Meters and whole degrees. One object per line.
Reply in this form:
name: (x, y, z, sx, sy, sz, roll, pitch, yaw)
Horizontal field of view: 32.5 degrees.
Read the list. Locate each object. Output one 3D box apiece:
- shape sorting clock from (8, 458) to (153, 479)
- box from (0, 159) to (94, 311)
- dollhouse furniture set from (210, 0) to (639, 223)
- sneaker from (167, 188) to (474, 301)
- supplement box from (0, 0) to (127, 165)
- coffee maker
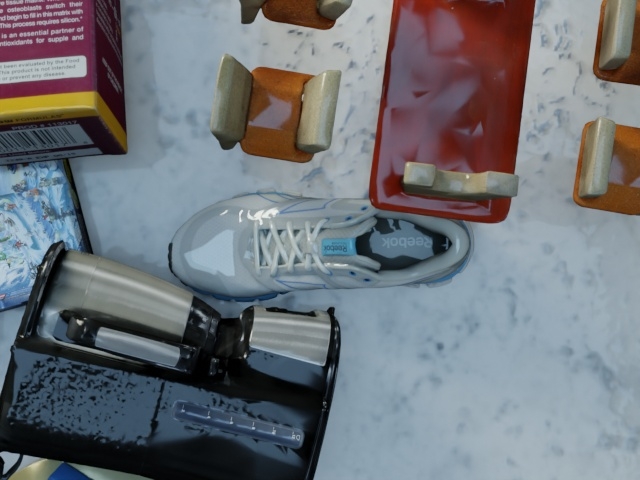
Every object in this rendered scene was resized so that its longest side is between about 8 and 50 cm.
shape sorting clock: (-0.136, 0.232, 0.675, 0.206, 0.040, 0.206, 0, 88, 2)
box: (-0.201, -0.025, 0.689, 0.093, 0.027, 0.137, -15, 88, -2)
dollhouse furniture set: (0.084, -0.141, 0.632, 0.261, 0.135, 0.259, 9, 88, -4)
sneaker: (0.000, 0.000, 0.660, 0.190, 0.083, 0.071, -5, 90, 2)
supplement box: (-0.175, -0.145, 0.648, 0.104, 0.081, 0.188, -5, 76, 1)
coffee maker: (-0.092, 0.101, 0.639, 0.178, 0.120, 0.171, 17, 109, -7)
